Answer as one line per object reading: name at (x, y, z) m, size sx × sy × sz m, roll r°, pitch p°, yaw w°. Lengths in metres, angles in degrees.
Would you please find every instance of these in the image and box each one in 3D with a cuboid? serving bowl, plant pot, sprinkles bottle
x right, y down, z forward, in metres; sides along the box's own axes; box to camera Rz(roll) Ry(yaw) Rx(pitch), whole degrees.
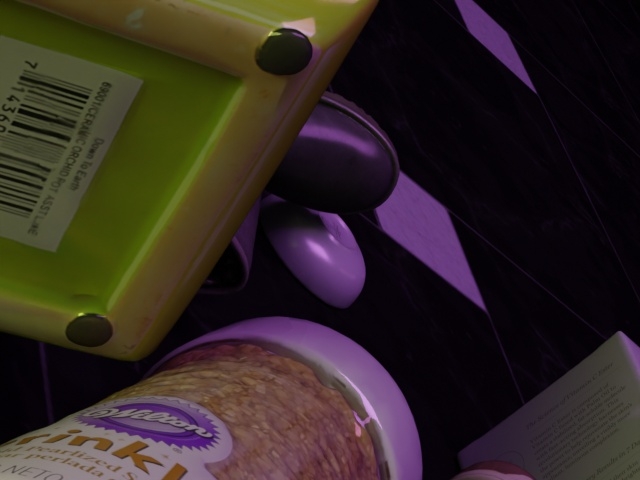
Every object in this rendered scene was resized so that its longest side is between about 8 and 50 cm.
serving bowl at (0.000, 0.000, 1.142) m, size 0.083 × 0.027 × 0.083 m, roll 43°, pitch 20°, yaw -20°
plant pot at (-0.111, -0.095, 0.688) m, size 0.227 × 0.228 × 0.207 m, roll 17°, pitch 38°, yaw -23°
sprinkles bottle at (-0.066, 0.113, 0.622) m, size 0.121 × 0.121 × 0.355 m, roll 52°, pitch 19°, yaw 5°

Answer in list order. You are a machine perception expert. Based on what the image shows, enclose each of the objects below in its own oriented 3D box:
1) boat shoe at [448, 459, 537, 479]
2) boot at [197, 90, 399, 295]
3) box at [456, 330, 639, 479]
boat shoe at (0.129, 0.232, 0.929) m, size 0.257 × 0.095 × 0.095 m, roll 47°, pitch 31°, yaw 9°
boot at (-0.039, -0.033, 1.012) m, size 0.189 × 0.076 × 0.208 m, roll 22°, pitch 18°, yaw -11°
box at (0.167, 0.161, 1.063) m, size 0.091 × 0.130 × 0.170 m, roll 39°, pitch 22°, yaw -30°
